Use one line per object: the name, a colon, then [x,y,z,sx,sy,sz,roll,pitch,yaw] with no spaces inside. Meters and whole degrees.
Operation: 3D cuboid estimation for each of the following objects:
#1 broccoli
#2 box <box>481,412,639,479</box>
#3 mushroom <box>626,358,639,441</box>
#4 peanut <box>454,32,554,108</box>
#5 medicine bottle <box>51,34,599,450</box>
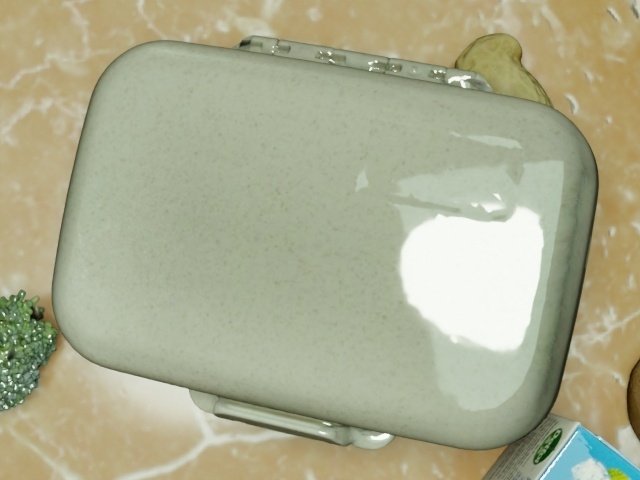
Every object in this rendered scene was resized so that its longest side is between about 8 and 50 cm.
broccoli: [-0.289,0.042,0.993,0.118,0.122,0.204,-35,76,-19]
box: [0.143,0.224,0.980,0.073,0.139,0.194,39,86,-1]
mushroom: [0.301,0.129,1.041,0.123,0.052,0.123,0,90,-1]
peanut: [0.142,-0.069,1.027,0.082,0.082,0.187,-2,88,-4]
medicine bottle: [0.000,0.000,0.954,0.375,0.123,0.282,11,90,12]
